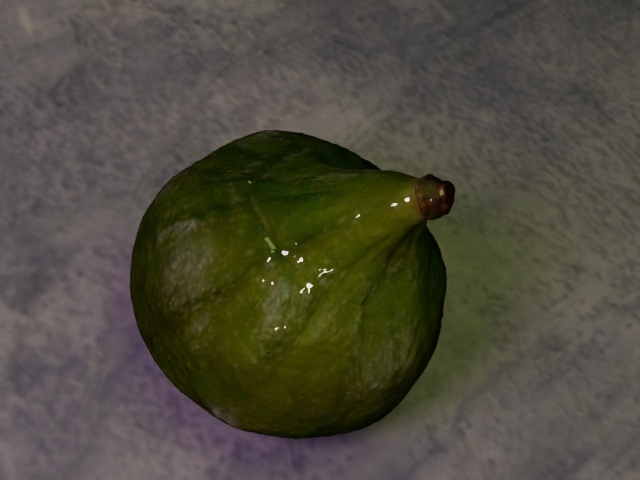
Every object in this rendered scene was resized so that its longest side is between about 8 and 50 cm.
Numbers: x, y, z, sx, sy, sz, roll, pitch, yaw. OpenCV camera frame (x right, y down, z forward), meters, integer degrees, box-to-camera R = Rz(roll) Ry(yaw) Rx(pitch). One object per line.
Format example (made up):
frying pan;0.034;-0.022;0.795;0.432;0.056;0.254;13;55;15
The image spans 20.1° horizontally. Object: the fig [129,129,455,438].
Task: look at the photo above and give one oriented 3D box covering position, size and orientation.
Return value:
fig;0.000;0.000;1.066;0.203;0.235;0.203;14;52;-18
